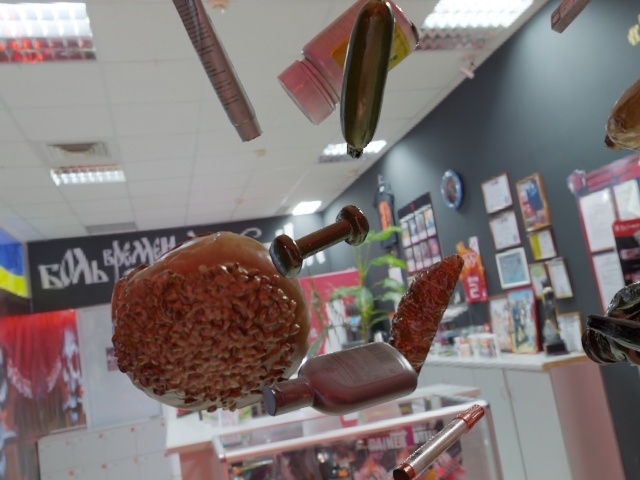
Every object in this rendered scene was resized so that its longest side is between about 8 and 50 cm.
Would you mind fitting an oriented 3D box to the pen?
[{"bbox_3d":[0.173,0.283,0.854,0.028,0.028,0.239,-15,-2,39],"label":"pen"}]

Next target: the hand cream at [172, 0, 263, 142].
[{"bbox_3d":[-0.211,-0.354,1.220,0.085,0.331,0.058,3,38,49],"label":"hand cream"}]

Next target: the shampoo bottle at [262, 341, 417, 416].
[{"bbox_3d":[0.019,0.149,0.635,0.165,0.040,0.080,-8,32,-31],"label":"shampoo bottle"}]

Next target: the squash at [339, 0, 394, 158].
[{"bbox_3d":[0.065,-0.228,0.897,0.066,0.252,0.066,5,34,-3],"label":"squash"}]

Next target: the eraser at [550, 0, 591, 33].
[{"bbox_3d":[0.518,-0.483,1.229,0.029,0.052,0.122,20,-33,-12],"label":"eraser"}]

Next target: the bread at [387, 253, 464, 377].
[{"bbox_3d":[0.155,0.121,0.953,0.076,0.233,0.105,24,10,11],"label":"bread"}]

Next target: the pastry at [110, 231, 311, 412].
[{"bbox_3d":[-0.216,0.178,1.196,0.410,0.409,0.245,-9,25,1],"label":"pastry"}]

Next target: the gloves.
[{"bbox_3d":[0.517,0.141,0.978,0.107,0.135,0.268,-18,-18,-5],"label":"gloves"}]

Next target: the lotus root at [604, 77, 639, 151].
[{"bbox_3d":[0.794,-0.310,1.447,0.160,0.146,0.284,29,-35,-6],"label":"lotus root"}]

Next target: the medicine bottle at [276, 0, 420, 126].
[{"bbox_3d":[0.074,-0.519,1.732,0.379,0.213,0.213,-40,-11,3],"label":"medicine bottle"}]

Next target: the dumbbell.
[{"bbox_3d":[0.000,0.000,0.680,0.118,0.046,0.052,-25,-22,-29],"label":"dumbbell"}]

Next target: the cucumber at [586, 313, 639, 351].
[{"bbox_3d":[0.339,0.102,0.627,0.033,0.034,0.135,19,-8,-26],"label":"cucumber"}]
